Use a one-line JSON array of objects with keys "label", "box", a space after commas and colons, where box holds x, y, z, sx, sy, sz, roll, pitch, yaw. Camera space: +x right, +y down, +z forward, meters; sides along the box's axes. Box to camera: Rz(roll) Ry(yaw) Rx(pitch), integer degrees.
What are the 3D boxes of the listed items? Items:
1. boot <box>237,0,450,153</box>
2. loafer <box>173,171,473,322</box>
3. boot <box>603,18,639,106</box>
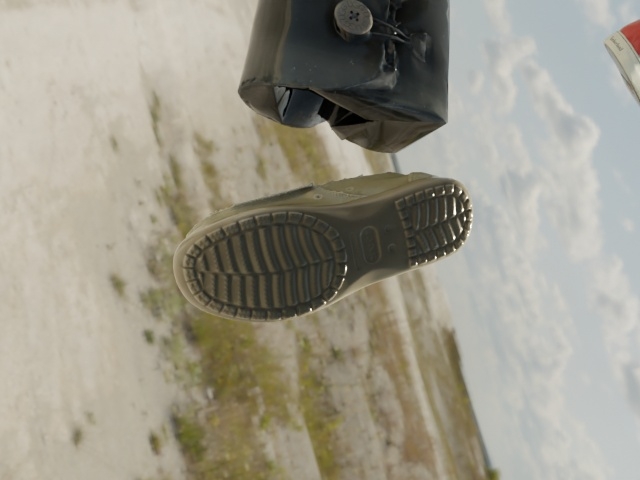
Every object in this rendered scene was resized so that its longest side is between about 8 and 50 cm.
[{"label": "boot", "box": [-0.036, -0.337, 1.024, 0.146, 0.367, 0.445, 143, -45, -73]}, {"label": "loafer", "box": [0.000, 0.000, 0.871, 0.092, 0.269, 0.101, -147, -131, -65]}, {"label": "boot", "box": [0.523, -0.260, 1.431, 0.244, 0.176, 0.088, 39, 22, -53]}]
